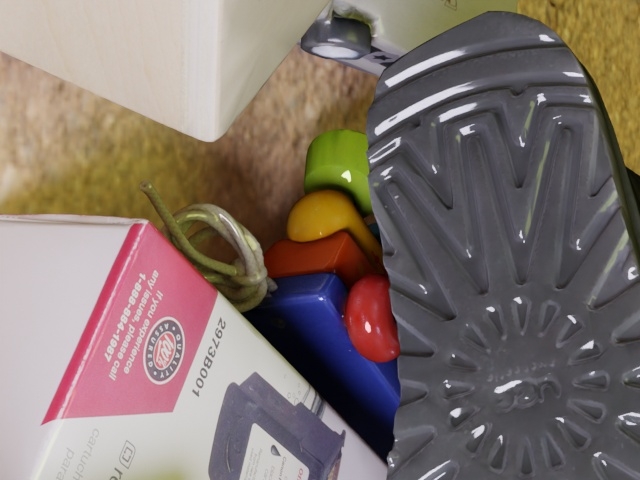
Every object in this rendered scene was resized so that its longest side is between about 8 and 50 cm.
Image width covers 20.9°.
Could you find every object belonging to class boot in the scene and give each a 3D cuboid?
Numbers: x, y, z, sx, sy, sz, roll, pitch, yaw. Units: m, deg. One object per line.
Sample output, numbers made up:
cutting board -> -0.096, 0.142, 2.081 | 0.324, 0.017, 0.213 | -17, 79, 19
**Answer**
boot -> 0.172, 0.128, 0.904 | 0.445, 0.146, 0.367 | 37, 48, -61

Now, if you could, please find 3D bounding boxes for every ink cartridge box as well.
ink cartridge box -> -0.075, 0.124, 0.745 | 0.237, 0.100, 0.172 | 48, 54, -44

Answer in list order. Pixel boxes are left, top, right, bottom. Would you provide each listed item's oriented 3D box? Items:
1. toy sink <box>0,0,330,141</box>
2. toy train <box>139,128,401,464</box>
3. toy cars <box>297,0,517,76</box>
toy sink -> -0.041, -0.186, 0.722 | 0.234, 0.131, 0.153 | -55, 163, -35
toy train -> 0.000, 0.000, 0.859 | 0.248, 0.105, 0.143 | 55, 38, -40
toy cars -> 0.079, -0.182, 0.977 | 0.394, 0.087, 0.176 | -42, 119, -42
